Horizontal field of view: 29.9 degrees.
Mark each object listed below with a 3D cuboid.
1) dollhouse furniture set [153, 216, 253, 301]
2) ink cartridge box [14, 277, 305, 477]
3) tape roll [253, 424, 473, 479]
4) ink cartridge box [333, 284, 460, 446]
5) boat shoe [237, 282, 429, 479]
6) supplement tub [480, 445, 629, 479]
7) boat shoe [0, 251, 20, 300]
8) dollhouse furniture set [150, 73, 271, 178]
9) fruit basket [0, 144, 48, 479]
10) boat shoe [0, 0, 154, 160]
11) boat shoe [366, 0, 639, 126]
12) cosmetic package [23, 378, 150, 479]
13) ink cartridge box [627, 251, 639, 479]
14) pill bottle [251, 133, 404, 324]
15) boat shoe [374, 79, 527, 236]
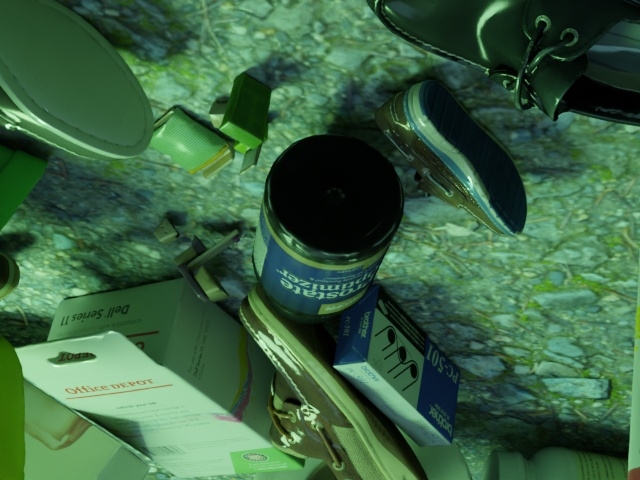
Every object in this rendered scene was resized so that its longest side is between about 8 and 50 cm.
[{"bbox_3d":[-0.110,0.010,1.280,0.081,0.091,0.114,-36,166,-1],"label":"dollhouse furniture set"},{"bbox_3d":[-0.186,0.155,1.420,0.207,0.119,0.353,-11,142,32],"label":"ink cartridge box"},{"bbox_3d":[0.055,0.342,1.489,0.286,0.286,0.100,-1,147,17],"label":"tape roll"},{"bbox_3d":[0.090,0.145,1.345,0.046,0.097,0.207,-10,142,30],"label":"ink cartridge box"},{"bbox_3d":[-0.005,0.198,1.354,0.123,0.123,0.342,-33,118,6],"label":"boat shoe"},{"bbox_3d":[0.364,0.391,1.516,0.324,0.235,0.235,10,147,1],"label":"supplement tub"},{"bbox_3d":[-0.396,0.052,1.385,0.190,0.068,0.072,-7,157,42],"label":"boat shoe"},{"bbox_3d":[-0.100,-0.087,1.080,0.076,0.059,0.151,30,142,-27],"label":"dollhouse furniture set"},{"bbox_3d":[-0.406,0.090,1.210,0.392,0.283,0.392,12,135,13],"label":"fruit basket"},{"bbox_3d":[-0.277,-0.157,0.984,0.305,0.109,0.091,34,141,-23],"label":"boat shoe"},{"bbox_3d":[0.192,-0.136,0.869,0.340,0.113,0.127,14,148,-6],"label":"boat shoe"},{"bbox_3d":[-0.376,0.242,1.482,0.296,0.129,0.153,30,164,16],"label":"cosmetic package"},{"bbox_3d":[0.393,0.091,0.913,0.160,0.385,0.279,36,140,-29],"label":"ink cartridge box"},{"bbox_3d":[0.000,0.000,1.115,0.122,0.123,0.219,12,157,-2],"label":"pill bottle"},{"bbox_3d":[0.116,-0.068,1.050,0.066,0.066,0.183,-13,131,40],"label":"boat shoe"}]
